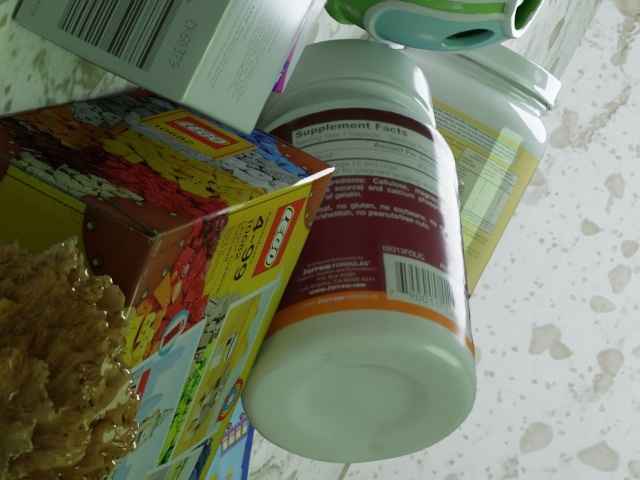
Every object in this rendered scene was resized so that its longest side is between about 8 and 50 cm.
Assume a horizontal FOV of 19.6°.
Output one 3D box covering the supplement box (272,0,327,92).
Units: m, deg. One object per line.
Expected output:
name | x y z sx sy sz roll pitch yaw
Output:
supplement box | -0.048 -0.251 1.613 0.220 0.114 0.111 -63 167 9

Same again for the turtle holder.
turtle holder | 0.120 -0.287 1.902 0.243 0.227 0.320 -56 164 -28

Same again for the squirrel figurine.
squirrel figurine | -0.209 0.200 1.202 0.281 0.370 0.397 -24 110 -74

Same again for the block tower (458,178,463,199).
block tower | 0.000 0.000 2.043 0.335 0.091 0.097 -25 148 -30

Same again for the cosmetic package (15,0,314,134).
cosmetic package | -0.109 -0.188 1.424 0.151 0.151 0.184 -64 167 2

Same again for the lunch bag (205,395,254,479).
lunch bag | -0.169 0.254 1.922 0.221 0.138 0.293 -32 154 -43

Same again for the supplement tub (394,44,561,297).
supplement tub | 0.133 -0.089 2.289 0.331 0.241 0.241 -62 166 0

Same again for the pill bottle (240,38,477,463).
pill bottle | 0.029 0.002 1.837 0.224 0.224 0.392 100 -10 -50

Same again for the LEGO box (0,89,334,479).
LEGO box | -0.221 0.144 1.548 0.500 0.193 0.372 -67 165 18
